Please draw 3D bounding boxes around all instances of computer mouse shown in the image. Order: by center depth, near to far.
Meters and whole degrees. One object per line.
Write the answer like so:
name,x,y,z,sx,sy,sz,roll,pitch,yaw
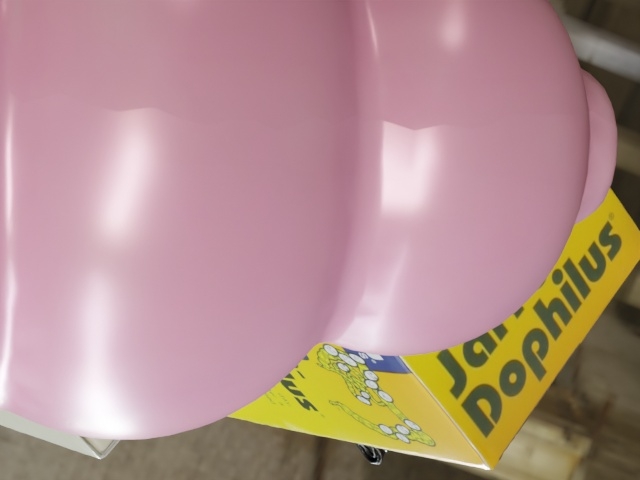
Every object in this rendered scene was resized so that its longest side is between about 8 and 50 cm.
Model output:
computer mouse,0.010,0.200,1.798,0.042,0.106,0.193,-55,-167,-2

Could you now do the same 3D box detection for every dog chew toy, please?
dog chew toy,-0.076,-0.031,0.453,0.206,0.332,0.206,-179,-90,-77

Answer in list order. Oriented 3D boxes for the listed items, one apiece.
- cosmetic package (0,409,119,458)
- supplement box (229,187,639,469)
cosmetic package,-0.259,0.068,1.357,0.296,0.129,0.153,6,-131,47
supplement box,0.000,0.000,1.061,0.356,0.195,0.194,2,-132,55
